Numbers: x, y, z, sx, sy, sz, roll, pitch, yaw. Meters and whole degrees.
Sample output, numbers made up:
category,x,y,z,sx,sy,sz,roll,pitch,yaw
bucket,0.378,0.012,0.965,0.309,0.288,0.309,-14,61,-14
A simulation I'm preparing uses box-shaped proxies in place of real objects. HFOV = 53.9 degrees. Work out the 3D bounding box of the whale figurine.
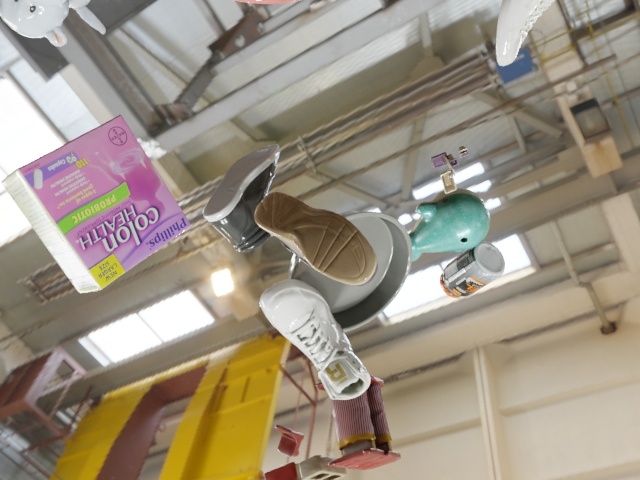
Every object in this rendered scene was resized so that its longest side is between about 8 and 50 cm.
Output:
category,x,y,z,sx,sy,sz,roll,pitch,yaw
whale figurine,0.332,-0.020,1.712,0.272,0.216,0.141,-33,-143,20

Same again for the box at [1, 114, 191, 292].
category,x,y,z,sx,sy,sz,roll,pitch,yaw
box,-0.399,-0.065,1.140,0.117,0.243,0.213,-10,-156,50

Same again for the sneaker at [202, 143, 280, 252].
category,x,y,z,sx,sy,sz,roll,pitch,yaw
sneaker,-0.147,-0.091,1.407,0.105,0.146,0.295,-9,-144,32

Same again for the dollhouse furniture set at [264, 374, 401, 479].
category,x,y,z,sx,sy,sz,roll,pitch,yaw
dollhouse furniture set,-0.007,0.485,1.544,0.374,0.152,0.201,-30,-126,25

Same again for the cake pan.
category,x,y,z,sx,sy,sz,roll,pitch,yaw
cake pan,0.056,0.061,1.314,0.293,0.293,0.054,-37,-139,-6

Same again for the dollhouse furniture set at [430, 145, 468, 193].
category,x,y,z,sx,sy,sz,roll,pitch,yaw
dollhouse furniture set,0.342,-0.160,1.573,0.091,0.114,0.081,-21,-141,5

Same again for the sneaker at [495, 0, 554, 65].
category,x,y,z,sx,sy,sz,roll,pitch,yaw
sneaker,0.466,-0.522,1.368,0.123,0.290,0.106,19,-163,21

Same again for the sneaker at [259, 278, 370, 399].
category,x,y,z,sx,sy,sz,roll,pitch,yaw
sneaker,0.006,0.195,1.177,0.108,0.292,0.169,-39,-133,4

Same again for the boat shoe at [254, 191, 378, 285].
category,x,y,z,sx,sy,sz,roll,pitch,yaw
boat shoe,0.000,0.000,1.121,0.285,0.092,0.102,28,-95,37

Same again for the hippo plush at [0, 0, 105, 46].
category,x,y,z,sx,sy,sz,roll,pitch,yaw
hippo plush,-0.516,-0.486,1.131,0.294,0.234,0.236,-47,-162,48

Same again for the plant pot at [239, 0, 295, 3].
category,x,y,z,sx,sy,sz,roll,pitch,yaw
plant pot,-0.105,-0.612,1.173,0.275,0.243,0.275,3,-137,-3

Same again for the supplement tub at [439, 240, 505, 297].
category,x,y,z,sx,sy,sz,roll,pitch,yaw
supplement tub,0.436,0.091,1.831,0.117,0.117,0.190,-56,-176,-37
